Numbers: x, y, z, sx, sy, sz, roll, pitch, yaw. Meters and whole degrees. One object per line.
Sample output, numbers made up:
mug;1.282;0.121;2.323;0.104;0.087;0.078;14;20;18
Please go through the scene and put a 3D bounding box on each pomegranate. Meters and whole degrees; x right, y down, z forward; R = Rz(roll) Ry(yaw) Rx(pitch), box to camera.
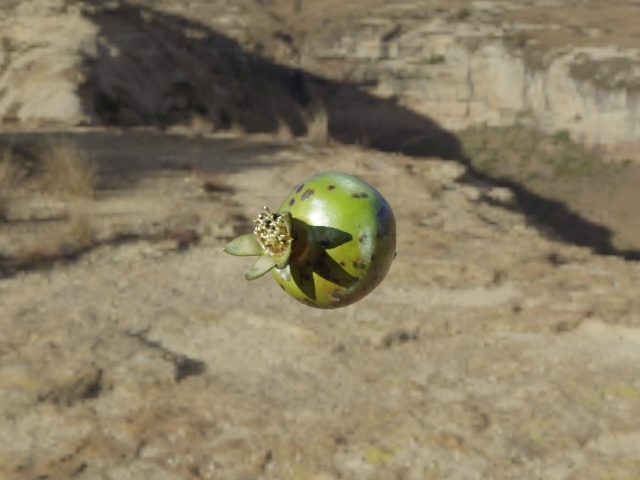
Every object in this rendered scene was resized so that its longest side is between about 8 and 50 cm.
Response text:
pomegranate;0.002;0.007;1.312;0.156;0.156;0.220;5;13;22
